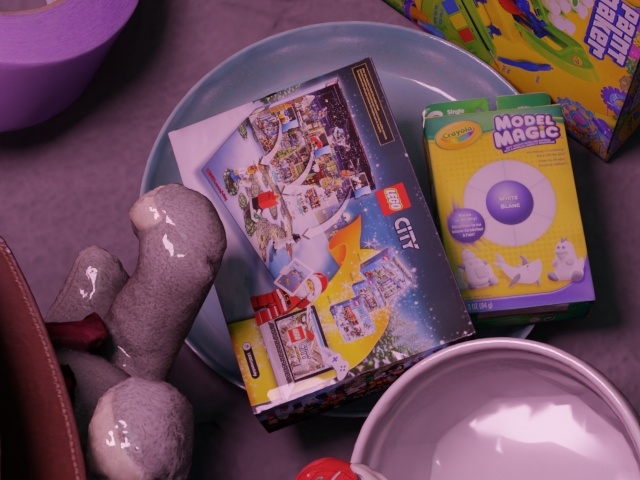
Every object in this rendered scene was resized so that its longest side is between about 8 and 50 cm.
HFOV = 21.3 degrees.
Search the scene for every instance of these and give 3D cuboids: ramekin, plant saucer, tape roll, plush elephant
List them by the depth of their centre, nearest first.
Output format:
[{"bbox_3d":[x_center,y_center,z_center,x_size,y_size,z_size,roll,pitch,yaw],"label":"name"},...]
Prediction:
[{"bbox_3d":[-0.235,0.100,1.064,0.255,0.330,0.272,23,38,-12],"label":"plush elephant"},{"bbox_3d":[0.131,0.171,1.131,0.207,0.109,0.207,-3,81,21],"label":"ramekin"},{"bbox_3d":[-0.273,-0.215,1.265,0.275,0.090,0.275,18,49,-22],"label":"tape roll"},{"bbox_3d":[0.024,-0.016,1.274,0.317,0.044,0.317,0,68,0],"label":"plant saucer"}]

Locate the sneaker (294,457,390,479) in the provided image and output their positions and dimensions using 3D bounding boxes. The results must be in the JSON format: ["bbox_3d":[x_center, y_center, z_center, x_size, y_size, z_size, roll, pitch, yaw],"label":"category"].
[{"bbox_3d":[-0.014,0.265,1.097,0.118,0.107,0.279,38,111,43],"label":"sneaker"}]

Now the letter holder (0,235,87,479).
[{"bbox_3d":[-0.227,0.050,0.822,0.214,0.152,0.302,-7,42,-16],"label":"letter holder"}]

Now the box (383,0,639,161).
[{"bbox_3d":[0.167,-0.252,1.234,0.279,0.290,0.177,38,73,14],"label":"box"}]

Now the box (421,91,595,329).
[{"bbox_3d":[0.133,-0.028,1.232,0.105,0.043,0.179,-6,66,-2],"label":"box"}]

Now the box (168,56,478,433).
[{"bbox_3d":[0.000,0.000,1.197,0.159,0.044,0.233,-20,63,3],"label":"box"}]
